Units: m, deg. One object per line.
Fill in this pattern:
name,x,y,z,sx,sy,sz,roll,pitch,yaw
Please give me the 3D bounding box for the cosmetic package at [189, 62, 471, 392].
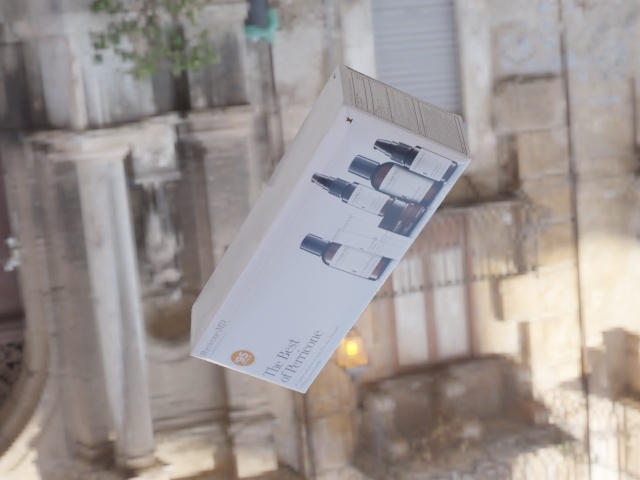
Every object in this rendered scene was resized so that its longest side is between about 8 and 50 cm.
cosmetic package,0.000,0.000,0.844,0.099,0.239,0.060,22,-146,-17
